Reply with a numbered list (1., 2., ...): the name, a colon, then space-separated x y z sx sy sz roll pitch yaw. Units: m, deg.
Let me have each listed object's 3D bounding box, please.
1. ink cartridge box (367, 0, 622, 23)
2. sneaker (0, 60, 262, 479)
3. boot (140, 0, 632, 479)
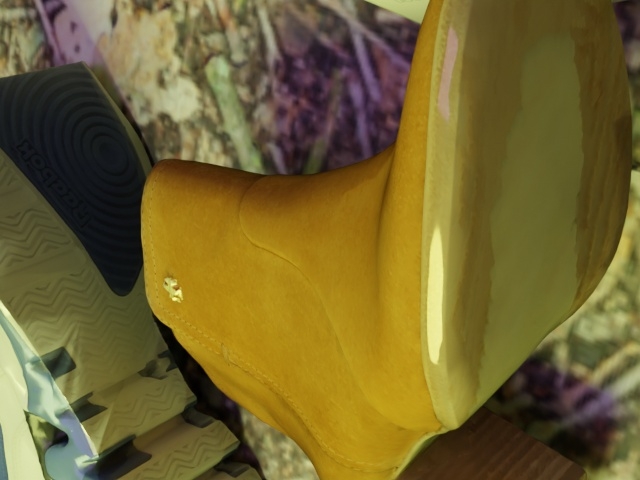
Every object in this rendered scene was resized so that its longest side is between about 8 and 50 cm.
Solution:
1. ink cartridge box: 0.040 -0.133 0.344 0.148 0.203 0.086 -2 82 41
2. sneaker: -0.159 0.078 0.622 0.182 0.127 0.316 -21 89 39
3. boot: 0.001 0.000 0.442 0.211 0.104 0.295 28 141 36
